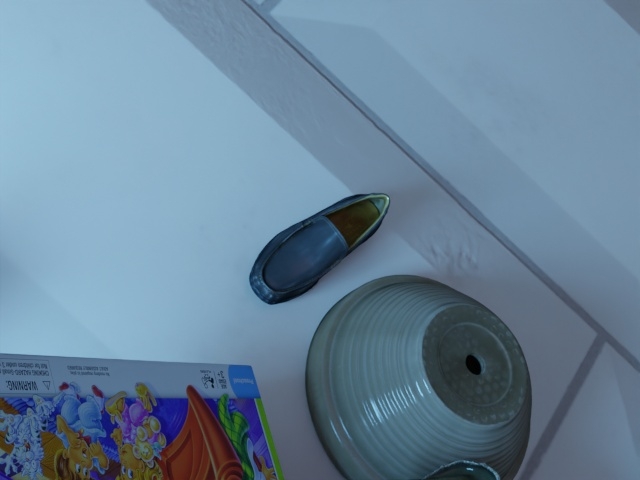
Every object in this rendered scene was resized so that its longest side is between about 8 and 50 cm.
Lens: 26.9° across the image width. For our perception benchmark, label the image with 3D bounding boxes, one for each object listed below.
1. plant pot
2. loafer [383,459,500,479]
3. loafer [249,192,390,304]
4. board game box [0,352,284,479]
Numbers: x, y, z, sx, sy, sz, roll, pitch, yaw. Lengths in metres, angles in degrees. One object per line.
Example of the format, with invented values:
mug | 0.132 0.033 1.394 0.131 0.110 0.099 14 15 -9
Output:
plant pot | 0.113 0.131 1.242 0.237 0.110 0.237 13 61 -24
loafer | 0.076 0.235 1.086 0.251 0.094 0.087 -27 120 -49
loafer | 0.000 0.000 1.268 0.062 0.061 0.170 50 53 -1
board game box | -0.143 0.208 0.975 0.347 0.078 0.233 11 57 -59
